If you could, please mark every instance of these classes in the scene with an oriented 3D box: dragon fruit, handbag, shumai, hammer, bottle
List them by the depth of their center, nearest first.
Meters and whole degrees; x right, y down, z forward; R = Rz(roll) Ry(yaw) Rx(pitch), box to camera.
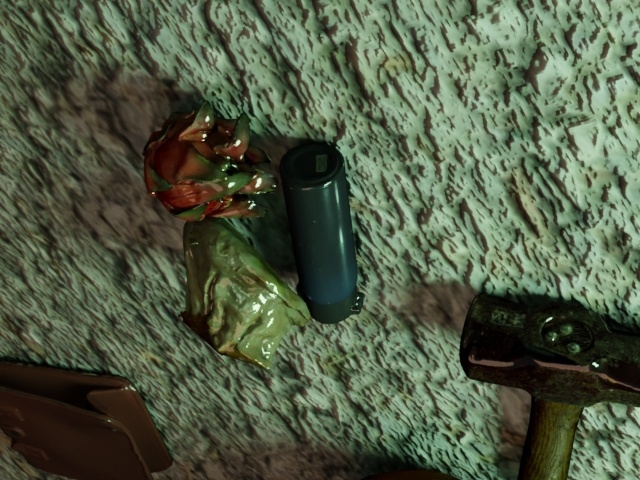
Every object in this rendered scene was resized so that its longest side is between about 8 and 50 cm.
[{"bbox_3d":[-0.126,-0.081,1.242,0.130,0.121,0.142,7,173,-37],"label":"dragon fruit"},{"bbox_3d":[0.000,0.000,1.297,0.082,0.072,0.244,3,137,12],"label":"bottle"},{"bbox_3d":[-0.105,0.064,1.322,0.201,0.120,0.201,44,176,3],"label":"shumai"},{"bbox_3d":[0.290,0.229,1.402,0.243,0.095,0.408,12,142,14],"label":"hammer"},{"bbox_3d":[-0.394,0.303,1.836,0.276,0.084,0.260,8,141,20],"label":"handbag"}]

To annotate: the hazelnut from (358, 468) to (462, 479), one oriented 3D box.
[{"bbox_3d":[0.147,0.481,1.576,0.366,0.365,0.365,14,140,12],"label":"hazelnut"}]
